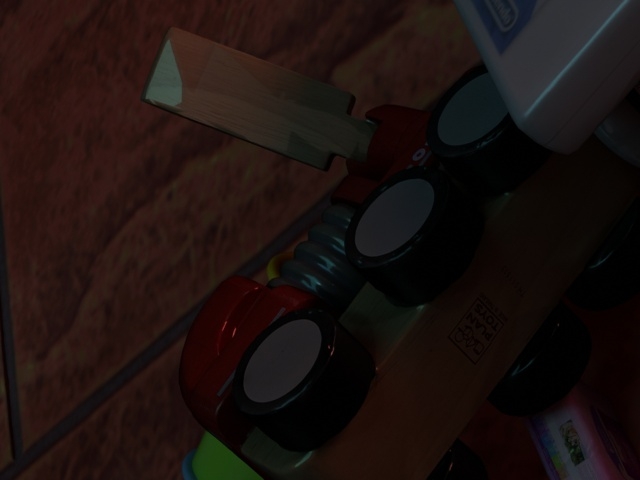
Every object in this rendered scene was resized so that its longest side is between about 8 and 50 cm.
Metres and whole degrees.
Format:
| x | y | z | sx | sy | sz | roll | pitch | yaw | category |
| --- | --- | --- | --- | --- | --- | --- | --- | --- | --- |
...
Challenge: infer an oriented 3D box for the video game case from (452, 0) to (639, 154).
| x | y | z | sx | sy | sz | roll | pitch | yaw | category |
| --- | --- | --- | --- | --- | --- | --- | --- | --- | --- |
| 0.145 | -0.236 | 0.827 | 0.300 | 0.036 | 0.329 | -50 | 31 | 22 | video game case |

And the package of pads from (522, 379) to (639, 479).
| x | y | z | sx | sy | sz | roll | pitch | yaw | category |
| --- | --- | --- | --- | --- | --- | --- | --- | --- | --- |
| 0.123 | 0.100 | 0.875 | 0.032 | 0.050 | 0.083 | -41 | 46 | 21 | package of pads |

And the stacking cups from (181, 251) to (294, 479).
| x | y | z | sx | sy | sz | roll | pitch | yaw | category |
| --- | --- | --- | --- | --- | --- | --- | --- | --- | --- |
| -0.042 | 0.165 | 1.052 | 0.096 | 0.096 | 0.316 | 46 | 119 | 50 | stacking cups |

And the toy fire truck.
| x | y | z | sx | sy | sz | roll | pitch | yaw | category |
| --- | --- | --- | --- | --- | --- | --- | --- | --- | --- |
| 0.000 | 0.000 | 0.915 | 0.217 | 0.158 | 0.246 | -53 | 31 | -10 | toy fire truck |

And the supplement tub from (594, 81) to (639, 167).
| x | y | z | sx | sy | sz | roll | pitch | yaw | category |
| --- | --- | --- | --- | --- | --- | --- | --- | --- | --- |
| 0.195 | -0.116 | 0.806 | 0.190 | 0.117 | 0.117 | -34 | 52 | 41 | supplement tub |
